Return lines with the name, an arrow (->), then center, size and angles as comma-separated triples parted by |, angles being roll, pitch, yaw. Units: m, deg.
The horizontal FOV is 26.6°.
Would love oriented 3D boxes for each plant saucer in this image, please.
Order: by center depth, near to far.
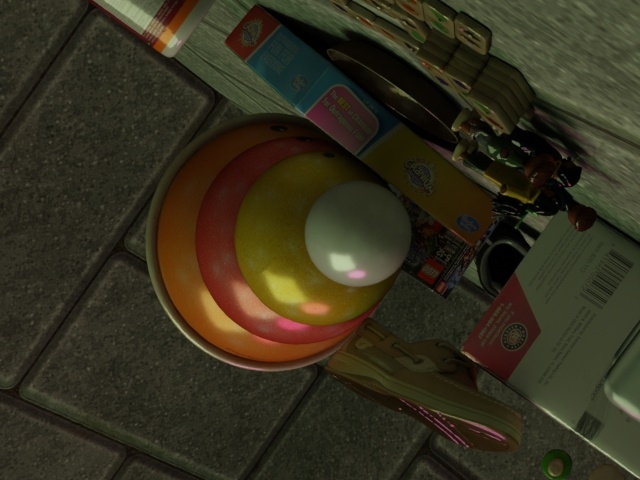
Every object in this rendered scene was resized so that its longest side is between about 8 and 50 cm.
plant saucer -> 0.082, -0.161, 1.421 | 0.168, 0.029, 0.168 | 36, 179, 1

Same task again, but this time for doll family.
doll family -> 0.185, -0.058, 1.188 | 0.111, 0.076, 0.193 | 37, -156, 24

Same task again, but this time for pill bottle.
pill bottle -> -0.228, -0.321, 1.562 | 0.221, 0.121, 0.121 | 35, 179, -10

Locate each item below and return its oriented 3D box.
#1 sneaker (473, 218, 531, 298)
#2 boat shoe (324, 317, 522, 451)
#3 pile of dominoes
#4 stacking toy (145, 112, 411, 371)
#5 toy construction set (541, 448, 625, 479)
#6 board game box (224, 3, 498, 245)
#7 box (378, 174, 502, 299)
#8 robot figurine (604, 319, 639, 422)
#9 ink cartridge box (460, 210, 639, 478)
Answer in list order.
sneaker -> 0.304, 0.088, 1.983 | 0.268, 0.101, 0.153 | 55, -170, 3
boat shoe -> 0.126, 0.157, 1.559 | 0.109, 0.098, 0.302 | 42, 165, -34
pile of dominoes -> 0.061, -0.173, 1.128 | 0.251, 0.040, 0.196 | 34, 179, 29
stacking toy -> 0.000, 0.000, 1.651 | 0.350, 0.350, 0.480 | 35, 169, -16
toy construction set -> 0.405, 0.216, 1.644 | 0.257, 0.309, 0.237 | 43, -174, 10
board game box -> 0.052, -0.140, 1.640 | 0.316, 0.064, 0.242 | 36, -173, -35
box -> 0.133, -0.040, 1.932 | 0.233, 0.159, 0.044 | 34, 179, 38
robot figurine -> 0.418, 0.176, 1.152 | 0.353, 0.200, 0.300 | 35, -158, 9
ink cartridge box -> 0.329, 0.123, 1.478 | 0.283, 0.207, 0.117 | 36, -179, 17
